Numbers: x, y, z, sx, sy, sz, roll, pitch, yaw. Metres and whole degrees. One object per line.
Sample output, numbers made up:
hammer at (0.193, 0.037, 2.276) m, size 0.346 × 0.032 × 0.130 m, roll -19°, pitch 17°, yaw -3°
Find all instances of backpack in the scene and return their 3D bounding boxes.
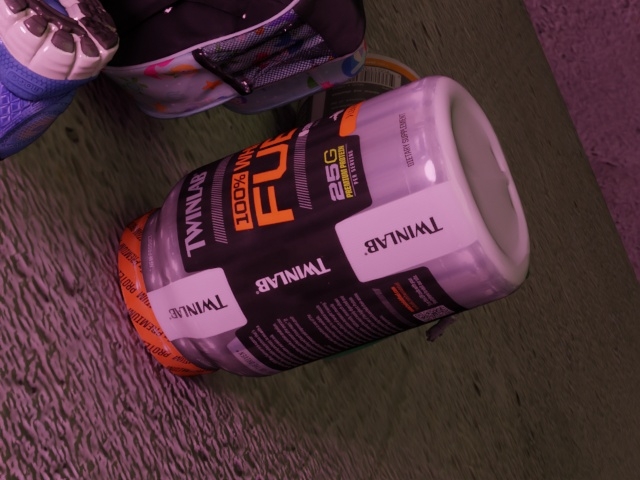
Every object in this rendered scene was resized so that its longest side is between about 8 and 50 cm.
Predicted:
backpack at (-0.088, -0.224, 1.278) m, size 0.191 × 0.254 × 0.225 m, roll 47°, pitch 30°, yaw -54°

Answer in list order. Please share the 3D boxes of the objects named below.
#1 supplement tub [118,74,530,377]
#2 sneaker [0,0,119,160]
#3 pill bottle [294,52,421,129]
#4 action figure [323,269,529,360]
supplement tub at (0.000, 0.000, 1.202) m, size 0.193 × 0.316 × 0.193 m, roll 51°, pitch 28°, yaw -40°
sneaker at (-0.237, -0.160, 1.059) m, size 0.130 × 0.147 × 0.330 m, roll 33°, pitch 18°, yaw -21°
pill bottle at (0.045, -0.071, 1.585) m, size 0.162 × 0.162 × 0.278 m, roll 54°, pitch 27°, yaw -35°
action figure at (0.117, 0.060, 1.547) m, size 0.063 × 0.232 × 0.137 m, roll 54°, pitch 27°, yaw -36°
